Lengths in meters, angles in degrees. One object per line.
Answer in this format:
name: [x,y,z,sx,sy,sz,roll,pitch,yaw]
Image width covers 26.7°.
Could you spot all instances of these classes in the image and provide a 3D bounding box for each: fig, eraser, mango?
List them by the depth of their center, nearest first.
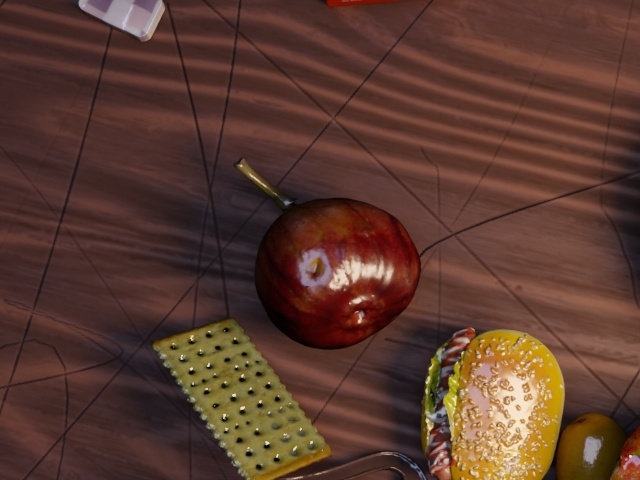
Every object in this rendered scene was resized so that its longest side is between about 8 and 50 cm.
mango: [0.340,0.302,1.655,0.102,0.085,0.184,-10,97,-16]
fig: [0.003,0.016,1.692,0.204,0.186,0.249,-15,38,-16]
eraser: [-0.267,-0.316,1.813,0.105,0.026,0.065,25,82,8]

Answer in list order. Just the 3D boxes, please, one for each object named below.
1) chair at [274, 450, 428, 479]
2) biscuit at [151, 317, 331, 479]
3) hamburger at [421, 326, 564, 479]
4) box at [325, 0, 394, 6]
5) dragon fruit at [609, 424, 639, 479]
chair: [-0.034,0.369,1.661,0.326,0.183,0.175,-2,78,-41]
biscuit: [-0.097,0.194,1.671,0.139,0.016,0.231,-16,57,-39]
hamburger: [0.209,0.213,1.660,0.173,0.116,0.210,10,83,3]
box: [0.086,-0.384,1.757,0.182,0.099,0.133,-3,81,4]
dragon fruit: [0.423,0.324,1.584,0.268,0.130,0.295,-30,112,-34]
